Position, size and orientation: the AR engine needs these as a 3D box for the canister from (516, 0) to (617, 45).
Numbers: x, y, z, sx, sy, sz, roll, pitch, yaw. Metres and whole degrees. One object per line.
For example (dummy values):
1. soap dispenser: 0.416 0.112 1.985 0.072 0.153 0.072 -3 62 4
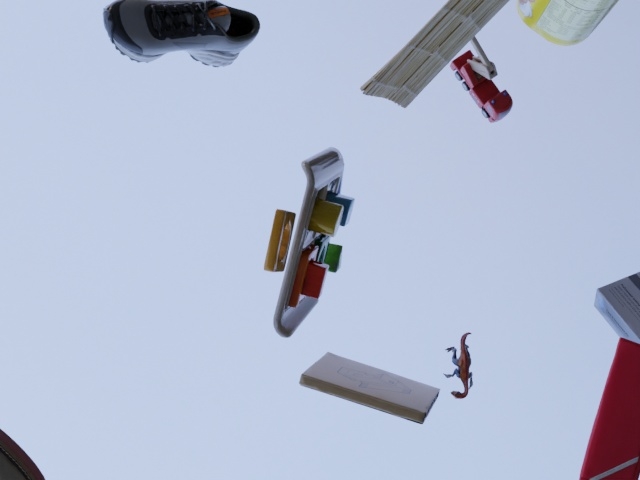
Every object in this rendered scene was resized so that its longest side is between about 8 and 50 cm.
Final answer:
1. canister: 0.199 -0.214 0.674 0.073 0.170 0.126 37 -99 5

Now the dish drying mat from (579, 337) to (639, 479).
1. dish drying mat: 0.166 0.096 0.541 0.032 0.008 0.083 22 -106 2

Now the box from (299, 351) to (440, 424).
1. box: 0.082 0.232 1.585 0.164 0.201 0.021 -23 -52 -74

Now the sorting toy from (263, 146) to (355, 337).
1. sorting toy: 0.000 0.000 1.135 0.047 0.196 0.347 12 -167 9

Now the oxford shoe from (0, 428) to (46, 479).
1. oxford shoe: -0.372 0.323 1.100 0.130 0.123 0.348 -52 -50 -46

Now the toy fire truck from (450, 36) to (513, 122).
1. toy fire truck: 0.288 -0.312 1.803 0.047 0.135 0.192 -34 -95 -8

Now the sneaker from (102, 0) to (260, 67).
1. sneaker: -0.208 -0.329 1.504 0.271 0.108 0.100 -7 -102 -46

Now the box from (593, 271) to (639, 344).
1. box: 0.457 0.087 1.221 0.186 0.038 0.145 -19 -133 -12

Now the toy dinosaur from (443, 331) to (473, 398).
1. toy dinosaur: 0.218 0.203 1.558 0.047 0.090 0.082 -5 -128 -2

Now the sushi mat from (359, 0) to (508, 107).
1. sushi mat: 0.193 -0.303 1.352 0.019 0.316 0.151 52 -161 20
